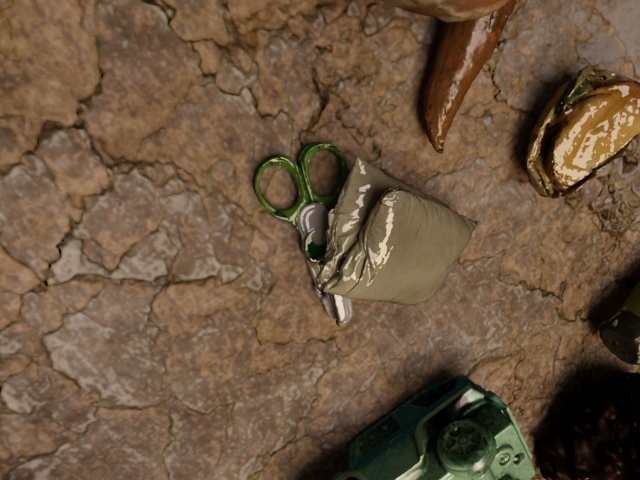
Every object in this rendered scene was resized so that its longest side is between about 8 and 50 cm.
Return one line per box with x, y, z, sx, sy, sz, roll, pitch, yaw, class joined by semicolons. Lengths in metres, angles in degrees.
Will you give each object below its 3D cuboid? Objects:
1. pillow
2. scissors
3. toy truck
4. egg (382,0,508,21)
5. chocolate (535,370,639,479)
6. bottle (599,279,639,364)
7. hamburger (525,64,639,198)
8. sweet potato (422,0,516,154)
0.084;0.004;0.524;0.181;0.078;0.134;15;103;-44;pillow
0.000;0.000;0.529;0.101;0.027;0.204;-20;109;-10;scissors
0.119;0.300;0.587;0.279;0.156;0.155;-34;113;-7;toy truck
0.085;-0.289;0.388;0.195;0.195;0.233;-41;102;-4;egg
0.414;0.312;0.726;0.177;0.206;0.224;-26;108;38;chocolate
0.514;0.077;0.684;0.260;0.112;0.112;-31;113;-8;bottle
0.297;-0.141;0.566;0.176;0.087;0.102;-41;102;5;hamburger
0.165;-0.243;0.493;0.066;0.072;0.314;7;101;-35;sweet potato
